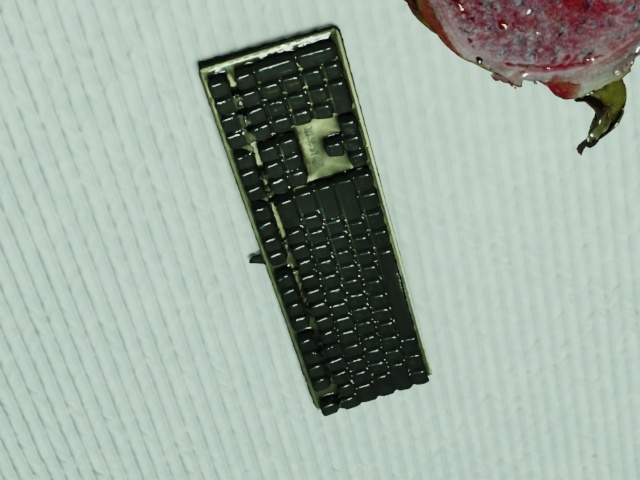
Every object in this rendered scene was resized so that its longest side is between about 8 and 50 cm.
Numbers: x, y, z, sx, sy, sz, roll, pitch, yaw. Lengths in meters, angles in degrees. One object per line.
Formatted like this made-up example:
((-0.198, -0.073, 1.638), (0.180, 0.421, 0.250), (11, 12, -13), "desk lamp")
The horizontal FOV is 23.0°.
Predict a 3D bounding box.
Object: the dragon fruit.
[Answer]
((0.114, -0.194, 0.897), (0.211, 0.147, 0.282), (-22, 131, -5), "dragon fruit")

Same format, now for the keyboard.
((0.000, 0.000, 1.083), (0.106, 0.027, 0.317), (-17, 129, 2), "keyboard")
